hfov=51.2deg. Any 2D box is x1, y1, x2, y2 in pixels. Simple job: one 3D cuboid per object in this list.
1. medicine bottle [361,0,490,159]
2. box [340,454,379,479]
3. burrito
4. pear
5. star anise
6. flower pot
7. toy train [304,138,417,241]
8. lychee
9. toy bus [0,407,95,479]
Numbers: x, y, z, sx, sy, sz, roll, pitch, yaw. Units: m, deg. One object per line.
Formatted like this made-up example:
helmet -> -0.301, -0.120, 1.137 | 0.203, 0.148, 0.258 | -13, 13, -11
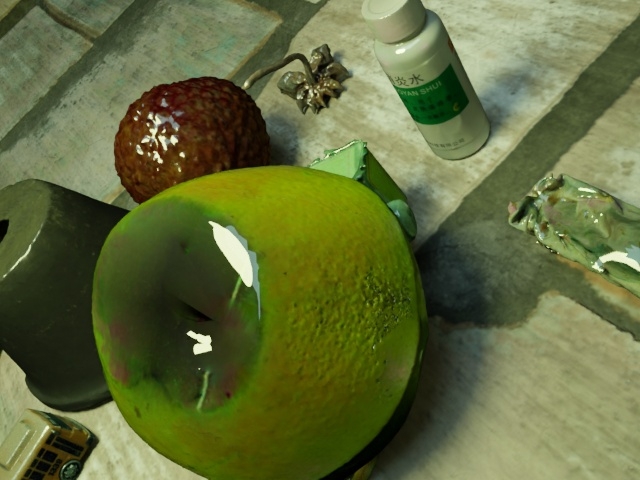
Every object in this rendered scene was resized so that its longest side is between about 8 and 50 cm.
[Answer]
medicine bottle -> 0.140, -0.217, 0.873 | 0.095, 0.260, 0.095 | -18, 48, 22
box -> -0.069, 0.231, 0.839 | 0.311, 0.043, 0.172 | 14, 67, 40
burrito -> 0.337, 0.014, 0.702 | 0.096, 0.066, 0.309 | -49, 47, -9
pear -> -0.099, 0.081, 0.716 | 0.399, 0.165, 0.398 | -5, 79, 26
star anise -> -0.059, -0.284, 1.106 | 0.148, 0.227, 0.218 | -2, 68, 26
flower pot -> -0.413, 0.049, 1.075 | 0.380, 0.251, 0.379 | -19, 47, 22
toy train -> 0.000, 0.000, 0.890 | 0.272, 0.159, 0.188 | -24, 44, 25
lychee -> -0.203, -0.142, 1.077 | 0.261, 0.260, 0.260 | -19, 49, 23
toy bus -> -0.424, 0.336, 0.965 | 0.091, 0.103, 0.182 | 14, 67, 40
